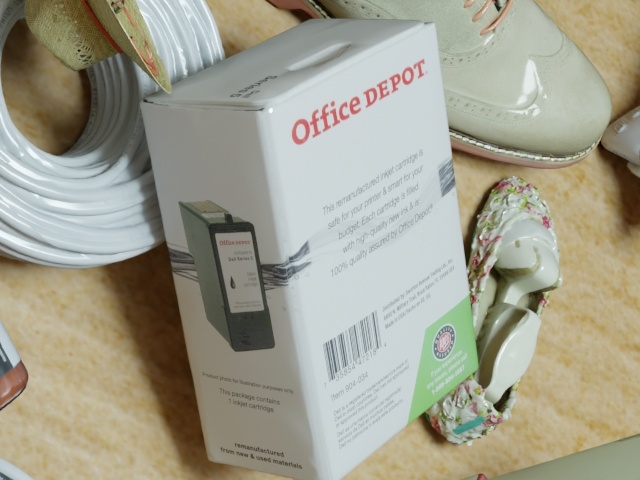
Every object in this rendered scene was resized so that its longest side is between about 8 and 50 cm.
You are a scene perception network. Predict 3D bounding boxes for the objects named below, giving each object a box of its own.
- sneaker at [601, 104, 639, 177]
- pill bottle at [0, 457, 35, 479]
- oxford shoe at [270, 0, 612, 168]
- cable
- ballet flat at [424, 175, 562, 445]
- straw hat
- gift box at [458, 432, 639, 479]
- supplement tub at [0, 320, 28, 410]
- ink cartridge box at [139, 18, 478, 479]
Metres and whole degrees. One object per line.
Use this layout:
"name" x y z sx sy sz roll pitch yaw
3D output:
"sneaker" 0.347 -0.152 1.702 0.137 0.210 0.366 37 27 -26
"pill bottle" -0.244 0.223 1.191 0.103 0.103 0.184 44 55 -22
"oxford shoe" 0.090 -0.184 1.487 0.397 0.146 0.140 31 65 -23
"cable" -0.183 -0.105 1.318 0.257 0.089 0.257 -29 100 -38
"ballet flat" 0.152 0.053 1.545 0.091 0.077 0.241 32 63 -27
"straw hat" -0.155 -0.145 1.245 0.061 0.144 0.144 -27 101 5
"gift box" 0.192 0.304 1.421 0.255 0.258 0.276 61 32 -12
"supplement tub" -0.270 0.029 1.214 0.106 0.106 0.198 -34 103 -36
"ink cartridge box" 0.000 0.000 1.350 0.198 0.115 0.273 -32 120 -46
